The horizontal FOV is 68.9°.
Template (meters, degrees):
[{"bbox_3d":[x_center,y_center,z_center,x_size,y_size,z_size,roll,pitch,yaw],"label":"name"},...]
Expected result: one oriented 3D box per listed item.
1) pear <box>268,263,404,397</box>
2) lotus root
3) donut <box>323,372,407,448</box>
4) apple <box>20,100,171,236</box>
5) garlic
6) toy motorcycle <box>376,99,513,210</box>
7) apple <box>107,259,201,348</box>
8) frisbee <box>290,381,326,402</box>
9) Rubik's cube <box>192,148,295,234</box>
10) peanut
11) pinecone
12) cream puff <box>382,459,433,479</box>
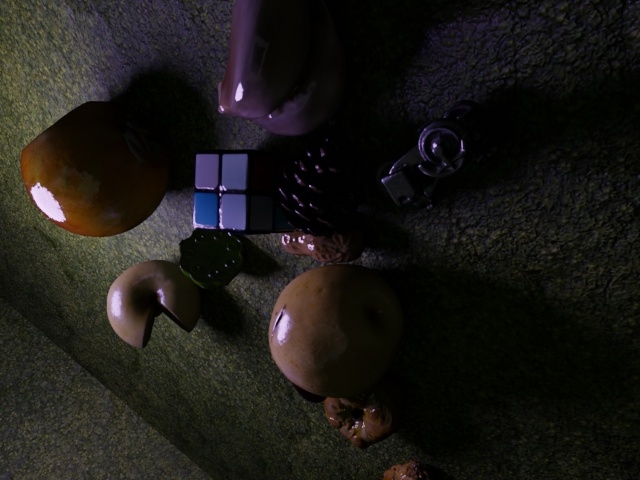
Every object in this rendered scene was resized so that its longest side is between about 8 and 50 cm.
[{"bbox_3d":[0.040,0.201,1.068,0.310,0.309,0.309,20,130,26],"label":"pear"},{"bbox_3d":[-0.309,0.072,1.354,0.186,0.186,0.186,20,130,26],"label":"lotus root"},{"bbox_3d":[0.121,0.456,1.301,0.208,0.128,0.261,43,136,6],"label":"donut"},{"bbox_3d":[-0.595,-0.207,1.274,0.374,0.375,0.383,-57,41,45],"label":"apple"},{"bbox_3d":[-0.052,-0.352,0.860,0.245,0.232,0.339,-116,40,-54],"label":"garlic"},{"bbox_3d":[0.191,-0.127,0.785,0.127,0.205,0.275,48,131,-2],"label":"toy motorcycle"},{"bbox_3d":[-0.538,0.210,1.526,0.292,0.292,0.254,47,160,1],"label":"apple"},{"bbox_3d":[-0.036,0.303,1.235,0.021,0.250,0.250,-22,105,23],"label":"frisbee"},{"bbox_3d":[-0.163,-0.108,1.046,0.167,0.183,0.179,7,99,35],"label":"Rubik's cube"},{"bbox_3d":[0.000,0.000,1.087,0.226,0.108,0.095,8,115,36],"label":"peanut"},{"bbox_3d":[0.007,-0.106,0.963,0.179,0.184,0.204,40,107,25],"label":"pinecone"},{"bbox_3d":[0.273,0.733,1.381,0.189,0.129,0.189,26,142,23],"label":"cream puff"}]
